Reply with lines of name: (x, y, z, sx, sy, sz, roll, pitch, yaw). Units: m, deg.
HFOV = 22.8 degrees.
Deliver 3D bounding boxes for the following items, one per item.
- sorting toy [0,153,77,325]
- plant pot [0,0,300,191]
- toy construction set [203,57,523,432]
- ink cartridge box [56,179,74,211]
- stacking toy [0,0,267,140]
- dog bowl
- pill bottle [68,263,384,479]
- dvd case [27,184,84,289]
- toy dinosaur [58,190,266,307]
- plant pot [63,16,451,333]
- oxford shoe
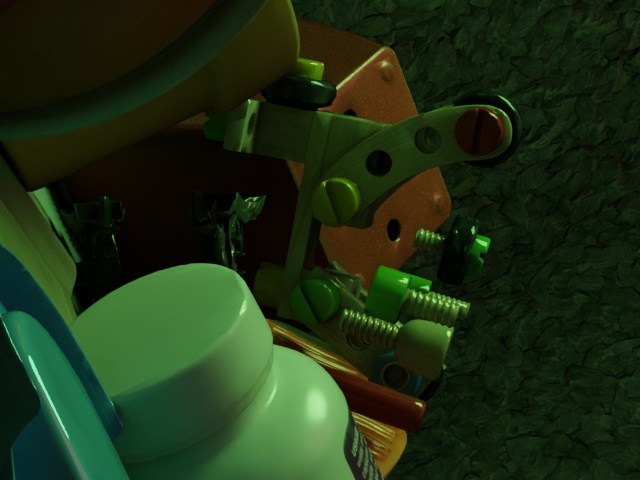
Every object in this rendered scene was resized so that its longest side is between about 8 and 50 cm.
sorting toy: (-0.190, 0.036, 0.979, 0.196, 0.047, 0.348, -113, 177, -48)
plant pot: (-0.183, -0.170, 1.081, 0.291, 0.203, 0.291, 45, -14, 15)
toy construction set: (0.000, 0.000, 1.183, 0.309, 0.237, 0.257, -62, 168, -57)
ink cartridge box: (-0.258, -0.116, 1.681, 0.191, 0.082, 0.139, 63, 0, 13)
stacking toy: (-0.198, -0.187, 0.531, 0.350, 0.350, 0.480, 62, 16, -3)
dog bowl: (-0.112, 0.145, 0.713, 0.297, 0.074, 0.166, 63, 0, 11)
pill bottle: (-0.042, 0.169, 0.929, 0.169, 0.169, 0.301, -119, -176, -63)
dvd case: (-0.254, -0.055, 1.306, 0.180, 0.022, 0.253, 62, -1, 9)
toy dinosaur: (-0.115, 0.073, 1.278, 0.322, 0.164, 0.218, 168, -80, -70)
plant pot: (-0.041, -0.054, 1.462, 0.235, 0.267, 0.267, -1, -59, 42)
oxford shoe: (-0.023, 0.164, 1.205, 0.130, 0.133, 0.364, 27, 6, -4)
